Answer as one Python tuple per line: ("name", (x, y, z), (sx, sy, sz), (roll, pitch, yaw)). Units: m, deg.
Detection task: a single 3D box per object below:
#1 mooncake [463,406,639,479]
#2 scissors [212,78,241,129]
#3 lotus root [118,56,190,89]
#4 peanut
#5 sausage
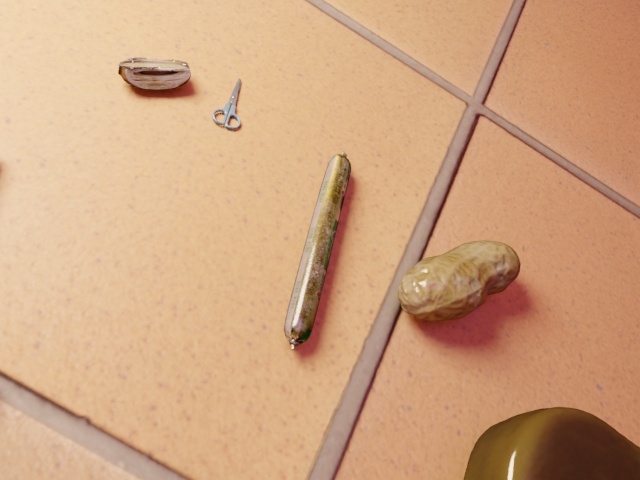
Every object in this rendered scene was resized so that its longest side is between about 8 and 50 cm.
("mooncake", (0.245, 0.292, 0.527), (0.234, 0.117, 0.235), (8, 63, -16))
("scissors", (-0.110, -0.172, 0.690), (0.036, 0.006, 0.083), (20, 58, -14))
("lotus root", (-0.197, -0.196, 0.653), (0.083, 0.030, 0.037), (-6, 37, -27))
("peanut", (0.167, 0.047, 0.646), (0.174, 0.080, 0.080), (-20, 73, -28))
("sausage", (0.000, 0.000, 0.629), (0.032, 0.033, 0.269), (21, 58, -11))
